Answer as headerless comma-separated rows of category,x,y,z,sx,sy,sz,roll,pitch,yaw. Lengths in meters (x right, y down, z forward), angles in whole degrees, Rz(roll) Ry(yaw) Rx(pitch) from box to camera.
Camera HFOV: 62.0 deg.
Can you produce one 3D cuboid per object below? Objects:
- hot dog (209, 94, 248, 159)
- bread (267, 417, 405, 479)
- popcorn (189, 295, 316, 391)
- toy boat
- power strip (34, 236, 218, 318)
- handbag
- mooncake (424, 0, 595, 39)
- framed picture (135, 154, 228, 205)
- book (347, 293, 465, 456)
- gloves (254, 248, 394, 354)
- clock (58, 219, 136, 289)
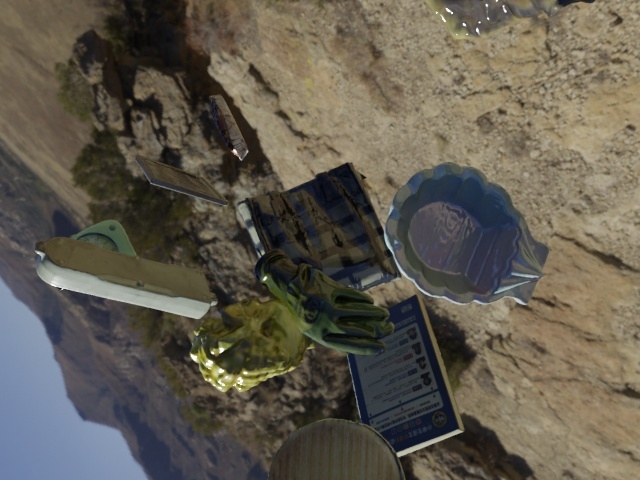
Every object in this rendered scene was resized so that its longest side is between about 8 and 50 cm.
hot dog,-0.244,-0.296,1.393,0.099,0.053,0.192,82,163,-83
bread,0.031,0.472,1.020,0.267,0.267,0.040,44,174,7
popcorn,-0.135,0.208,1.111,0.225,0.286,0.174,-34,79,44
toy boat,0.216,-0.001,0.823,0.290,0.199,0.100,26,178,-17
power strip,-0.295,0.058,0.824,0.286,0.048,0.080,21,-153,-38
handbag,0.000,0.000,1.337,0.162,0.325,0.327,-170,59,-84
mooncake,0.374,-0.537,0.981,0.393,0.394,0.246,-33,114,28
framed picture,-0.351,-0.151,1.332,0.192,0.018,0.265,18,-170,-31
book,0.226,0.403,1.584,0.039,0.300,0.428,33,-145,-43
gloves,-0.002,0.109,0.907,0.268,0.107,0.135,28,130,21
clock,-0.389,0.030,0.906,0.101,0.135,0.041,64,157,4
